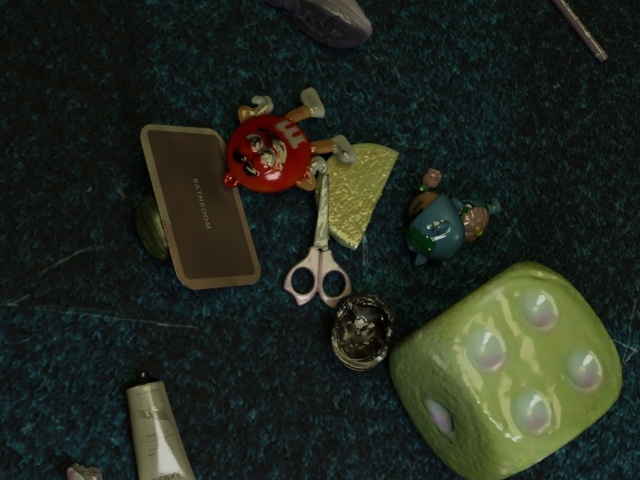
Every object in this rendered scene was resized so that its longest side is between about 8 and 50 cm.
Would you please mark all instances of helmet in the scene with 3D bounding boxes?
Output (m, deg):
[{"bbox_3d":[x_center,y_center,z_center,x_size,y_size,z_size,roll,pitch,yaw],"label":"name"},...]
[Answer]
[{"bbox_3d":[0.060,0.145,1.562,0.098,0.070,0.123,21,75,-4],"label":"helmet"}]

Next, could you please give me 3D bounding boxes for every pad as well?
[{"bbox_3d":[-0.181,-0.055,1.539,0.176,0.002,0.266,-2,71,-49],"label":"pad"}]

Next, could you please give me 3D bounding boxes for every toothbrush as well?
[{"bbox_3d":[0.427,-0.478,1.905,0.029,0.024,0.354,-35,85,-19],"label":"toothbrush"}]

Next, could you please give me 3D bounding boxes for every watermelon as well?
[{"bbox_3d":[-0.239,-0.017,1.517,0.078,0.078,0.111,-16,80,-21],"label":"watermelon"}]

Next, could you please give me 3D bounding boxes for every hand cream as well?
[{"bbox_3d":[-0.235,0.279,1.439,0.087,0.054,0.186,-13,84,-16],"label":"hand cream"}]

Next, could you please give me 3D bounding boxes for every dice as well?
[{"bbox_3d":[0.270,0.198,1.511,0.249,0.254,0.252,-29,82,-24],"label":"dice"}]

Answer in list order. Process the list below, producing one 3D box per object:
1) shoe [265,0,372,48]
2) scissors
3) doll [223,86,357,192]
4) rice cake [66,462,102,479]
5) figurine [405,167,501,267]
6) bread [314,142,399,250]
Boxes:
[{"bbox_3d":[-0.002,-0.435,1.717,0.245,0.095,0.138,36,68,3],"label":"shoe"},{"bbox_3d":[0.000,0.000,1.593,0.110,0.021,0.212,5,85,-14],"label":"scissors"},{"bbox_3d":[-0.068,-0.155,1.609,0.217,0.085,0.183,-25,72,-22],"label":"doll"},{"bbox_3d":[-0.307,0.435,1.361,0.049,0.055,0.270,-6,77,-15],"label":"rice cake"},{"bbox_3d":[0.204,-0.043,1.657,0.178,0.114,0.145,-19,72,-34],"label":"figurine"},{"bbox_3d":[0.045,-0.085,1.652,0.112,0.036,0.193,25,68,-2],"label":"bread"}]
